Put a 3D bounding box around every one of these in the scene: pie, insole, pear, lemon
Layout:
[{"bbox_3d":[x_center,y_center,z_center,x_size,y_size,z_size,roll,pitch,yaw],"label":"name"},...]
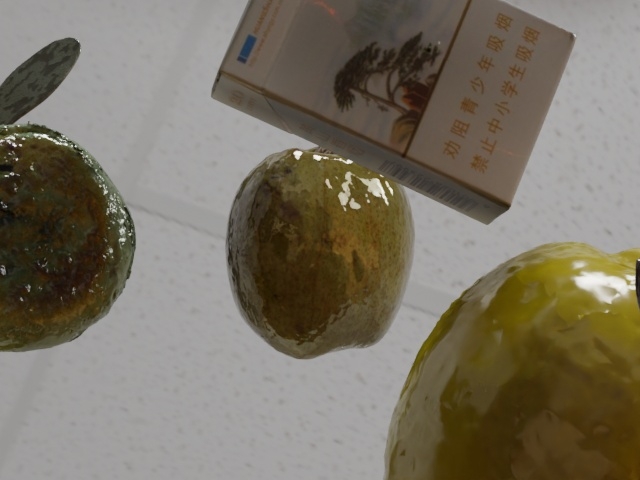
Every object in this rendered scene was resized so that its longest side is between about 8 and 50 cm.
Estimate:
[{"bbox_3d":[-0.229,-0.005,1.147,0.187,0.041,0.187,6,-112,-14],"label":"pie"},{"bbox_3d":[-0.311,-0.132,1.530,0.193,0.006,0.065,-47,-131,-6],"label":"insole"},{"bbox_3d":[0.000,0.000,1.538,0.188,0.228,0.211,7,-75,-1],"label":"pear"},{"bbox_3d":[0.206,0.167,1.121,0.348,0.348,0.348,-12,-116,28],"label":"lemon"}]

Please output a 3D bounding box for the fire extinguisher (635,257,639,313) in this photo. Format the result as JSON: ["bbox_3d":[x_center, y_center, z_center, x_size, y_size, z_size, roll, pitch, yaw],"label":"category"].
[{"bbox_3d":[0.188,0.085,0.458,0.252,0.075,0.106,37,-76,37],"label":"fire extinguisher"}]

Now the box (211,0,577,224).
[{"bbox_3d":[0.053,-0.128,1.131,0.233,0.067,0.149,25,-108,-4],"label":"box"}]
